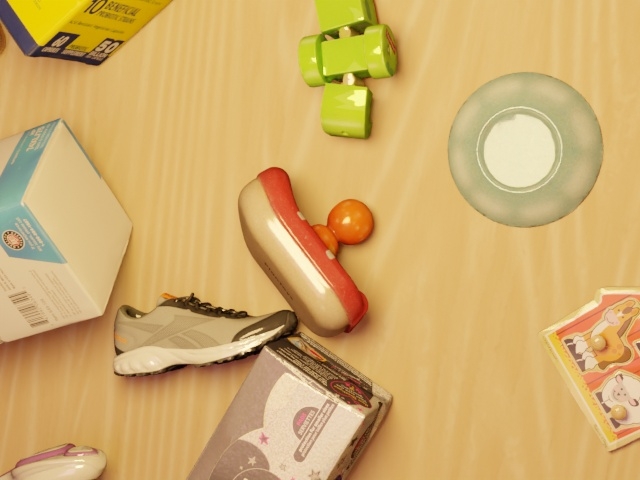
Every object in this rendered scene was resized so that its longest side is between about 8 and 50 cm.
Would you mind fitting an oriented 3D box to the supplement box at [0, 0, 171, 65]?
[{"bbox_3d":[-0.259,-0.412,1.627,0.356,0.194,0.195,-38,82,18],"label":"supplement box"}]

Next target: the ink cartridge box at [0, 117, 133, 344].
[{"bbox_3d":[-0.428,0.003,1.679,0.270,0.197,0.198,-16,125,19],"label":"ink cartridge box"}]

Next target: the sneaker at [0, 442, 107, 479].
[{"bbox_3d":[-0.401,0.383,1.781,0.305,0.114,0.152,-30,79,28],"label":"sneaker"}]

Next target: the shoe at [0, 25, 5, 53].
[{"bbox_3d":[-0.538,-0.328,1.767,0.219,0.076,0.058,38,150,-21],"label":"shoe"}]

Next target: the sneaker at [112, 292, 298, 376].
[{"bbox_3d":[-0.161,0.116,1.688,0.271,0.100,0.108,-9,86,19],"label":"sneaker"}]

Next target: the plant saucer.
[{"bbox_3d":[0.248,-0.112,1.564,0.195,0.037,0.195,1,94,18],"label":"plant saucer"}]

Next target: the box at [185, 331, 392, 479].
[{"bbox_3d":[-0.046,0.270,1.636,0.163,0.142,0.247,34,104,14],"label":"box"}]

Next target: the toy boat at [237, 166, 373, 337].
[{"bbox_3d":[0.000,0.000,1.619,0.151,0.151,0.231,-36,82,-13],"label":"toy boat"}]

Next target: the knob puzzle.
[{"bbox_3d":[0.389,0.142,1.540,0.213,0.030,0.213,1,94,18],"label":"knob puzzle"}]

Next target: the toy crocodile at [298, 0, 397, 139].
[{"bbox_3d":[0.032,-0.297,1.597,0.115,0.105,0.340,-6,87,19],"label":"toy crocodile"}]
